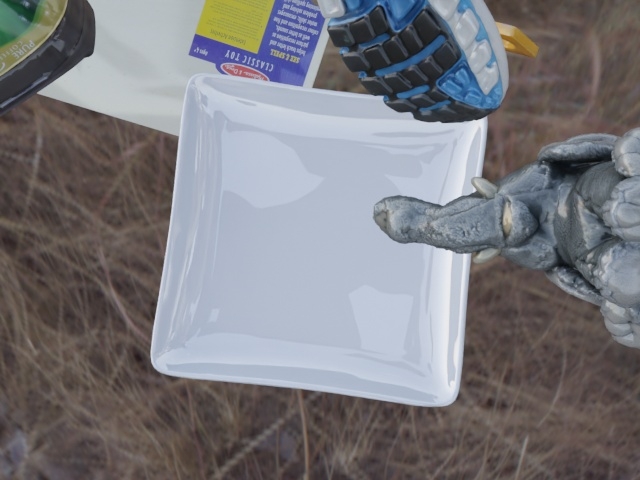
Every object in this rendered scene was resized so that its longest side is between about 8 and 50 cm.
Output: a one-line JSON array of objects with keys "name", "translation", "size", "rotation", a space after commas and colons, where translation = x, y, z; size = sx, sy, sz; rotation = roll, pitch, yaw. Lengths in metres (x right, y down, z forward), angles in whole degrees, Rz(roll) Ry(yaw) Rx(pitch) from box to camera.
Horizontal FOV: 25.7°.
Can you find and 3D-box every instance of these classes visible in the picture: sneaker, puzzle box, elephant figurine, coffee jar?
[{"name": "sneaker", "translation": [0.025, -0.137, 0.612], "size": [0.190, 0.071, 0.083], "rotation": [50, 45, -15]}, {"name": "puzzle box", "translation": [-0.194, -0.276, 1.773], "size": [0.409, 0.052, 0.272], "rotation": [17, 103, -10]}, {"name": "elephant figurine", "translation": [0.197, -0.020, 1.074], "size": [0.186, 0.239, 0.169], "rotation": [41, 74, -30]}, {"name": "coffee jar", "translation": [-0.211, -0.148, 0.763], "size": [0.096, 0.184, 0.079], "rotation": [-29, 42, 20]}]

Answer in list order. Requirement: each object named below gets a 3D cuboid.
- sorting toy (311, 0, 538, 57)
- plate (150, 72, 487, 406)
[{"name": "sorting toy", "translation": [0.056, -0.249, 1.366], "size": [0.348, 0.196, 0.047], "rotation": [21, 89, 20]}, {"name": "plate", "translation": [0.000, 0.000, 1.275], "size": [0.277, 0.045, 0.278], "rotation": [7, 82, -1]}]
